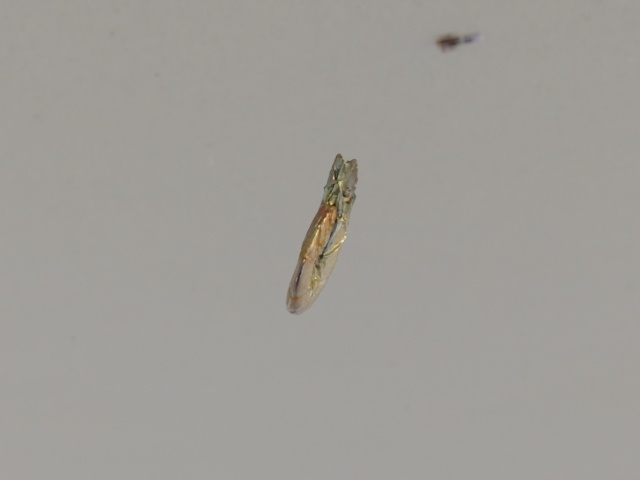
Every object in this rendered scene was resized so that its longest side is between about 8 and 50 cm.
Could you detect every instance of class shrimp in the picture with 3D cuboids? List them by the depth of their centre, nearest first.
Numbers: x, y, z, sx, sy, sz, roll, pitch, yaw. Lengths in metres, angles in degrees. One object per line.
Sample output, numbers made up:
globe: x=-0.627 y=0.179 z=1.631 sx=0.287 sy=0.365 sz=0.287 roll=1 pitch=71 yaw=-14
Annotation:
shrimp: x=0.000 y=0.000 z=0.902 sx=0.023 sy=0.108 sz=0.059 roll=22 pitch=-157 yaw=13
